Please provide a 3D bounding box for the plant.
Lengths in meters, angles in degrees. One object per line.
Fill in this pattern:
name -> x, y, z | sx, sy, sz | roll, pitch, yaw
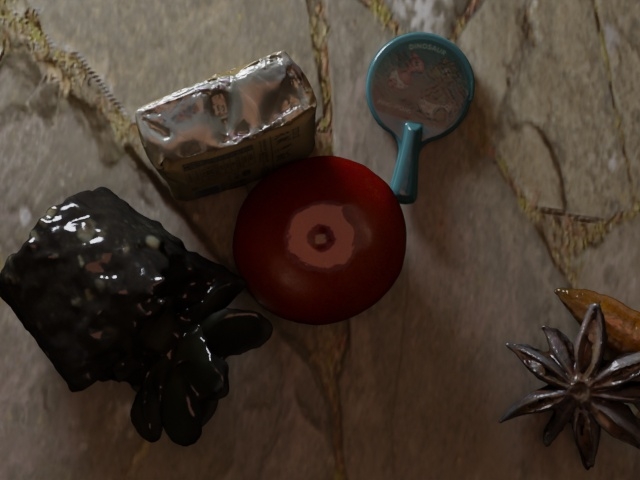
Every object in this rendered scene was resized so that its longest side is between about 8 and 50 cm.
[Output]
plant -> -0.200, 0.084, 1.848 | 0.276, 0.188, 0.199 | 42, 104, 4

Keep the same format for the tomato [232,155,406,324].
tomato -> 0.000, 0.000, 1.898 | 0.195, 0.136, 0.195 | 0, 88, -3

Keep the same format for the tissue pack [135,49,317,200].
tissue pack -> -0.097, -0.119, 1.855 | 0.186, 0.222, 0.090 | -22, 81, -2

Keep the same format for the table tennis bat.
table tennis bat -> 0.108, -0.140, 1.964 | 0.124, 0.033, 0.201 | 9, 82, -1

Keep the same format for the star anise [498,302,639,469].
star anise -> 0.293, 0.159, 1.933 | 0.182, 0.065, 0.195 | 13, 110, 12

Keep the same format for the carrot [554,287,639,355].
carrot -> 0.355, 0.108, 1.956 | 0.205, 0.072, 0.072 | 32, 86, 7
